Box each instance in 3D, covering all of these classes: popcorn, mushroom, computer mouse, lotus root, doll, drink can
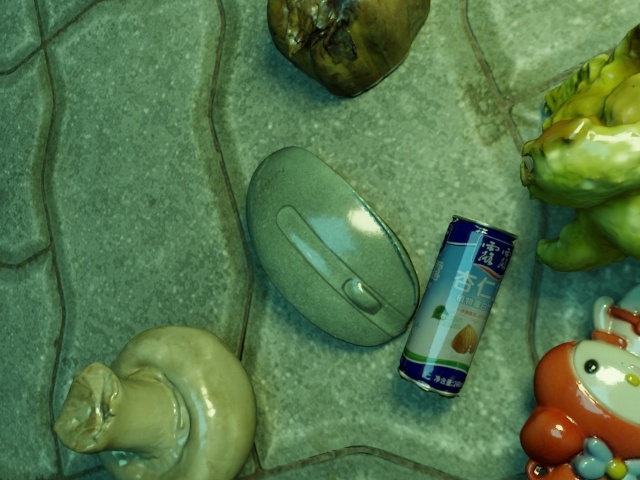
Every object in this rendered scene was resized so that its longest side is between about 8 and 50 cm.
[{"bbox_3d":[0.373,-0.079,0.618,0.290,0.321,0.326,28,115,12],"label":"popcorn"},{"bbox_3d":[-0.259,0.284,0.886,0.297,0.290,0.298,-5,81,30],"label":"mushroom"},{"bbox_3d":[-0.003,0.001,0.883,0.203,0.114,0.374,-48,66,14],"label":"computer mouse"},{"bbox_3d":[0.022,-0.369,0.888,0.272,0.192,0.272,0,91,27],"label":"lotus root"},{"bbox_3d":[0.332,0.190,0.668,0.161,0.130,0.290,35,86,14],"label":"doll"},{"bbox_3d":[0.187,0.090,0.781,0.097,0.097,0.235,22,95,29],"label":"drink can"}]
